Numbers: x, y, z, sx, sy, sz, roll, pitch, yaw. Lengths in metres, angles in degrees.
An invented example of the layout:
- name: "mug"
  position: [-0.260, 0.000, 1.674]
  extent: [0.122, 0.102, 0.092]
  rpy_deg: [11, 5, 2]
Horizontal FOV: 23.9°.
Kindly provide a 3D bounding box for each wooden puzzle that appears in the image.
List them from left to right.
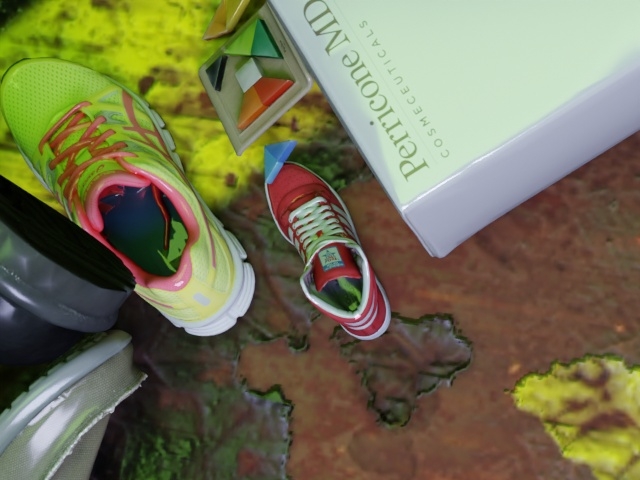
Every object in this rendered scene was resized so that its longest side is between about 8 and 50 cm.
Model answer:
- name: "wooden puzzle"
  position: [-0.041, -0.097, 0.893]
  extent: [0.078, 0.014, 0.116]
  rpy_deg: [-50, 56, 25]

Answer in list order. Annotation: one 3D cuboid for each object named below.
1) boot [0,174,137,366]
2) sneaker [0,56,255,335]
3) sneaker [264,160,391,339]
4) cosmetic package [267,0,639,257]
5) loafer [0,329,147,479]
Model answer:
- name: "boot"
  position: [-0.238, 0.076, 0.797]
  extent: [0.131, 0.348, 0.260]
  rpy_deg: [34, 84, -24]
- name: "sneaker"
  position: [-0.120, -0.037, 0.879]
  extent: [0.081, 0.094, 0.208]
  rpy_deg: [-45, 73, 3]
- name: "sneaker"
  position: [0.000, 0.000, 0.861]
  extent: [0.042, 0.067, 0.118]
  rpy_deg: [-33, 75, 4]
- name: "cosmetic package"
  position: [0.158, -0.172, 0.813]
  extent: [0.365, 0.155, 0.197]
  rpy_deg: [-33, 77, 3]
- name: "loafer"
  position: [-0.174, 0.160, 0.869]
  extent: [0.087, 0.094, 0.251]
  rpy_deg: [38, 97, -3]
